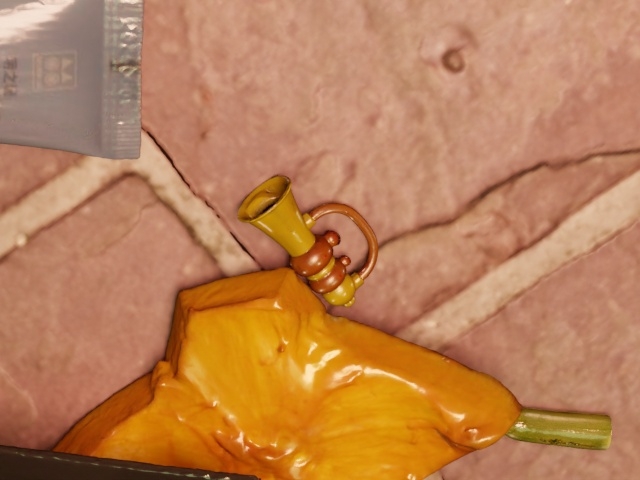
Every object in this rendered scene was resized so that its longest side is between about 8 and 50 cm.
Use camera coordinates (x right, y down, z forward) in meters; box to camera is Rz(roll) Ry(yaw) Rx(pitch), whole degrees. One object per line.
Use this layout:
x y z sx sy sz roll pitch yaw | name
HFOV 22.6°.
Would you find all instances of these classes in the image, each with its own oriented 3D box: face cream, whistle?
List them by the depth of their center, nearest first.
-0.308 -0.118 1.041 0.385 0.086 0.136 0 116 -9 | face cream
-0.004 -0.001 1.135 0.046 0.057 0.109 -8 135 50 | whistle

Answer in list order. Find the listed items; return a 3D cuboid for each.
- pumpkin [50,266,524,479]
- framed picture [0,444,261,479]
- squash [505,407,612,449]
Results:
-0.042 0.148 1.158 0.290 0.095 0.258 25 115 -9 | pumpkin
-0.203 0.228 1.155 0.323 0.013 0.244 6 135 4 | framed picture
0.175 0.141 1.202 0.083 0.027 0.027 6 112 -4 | squash
